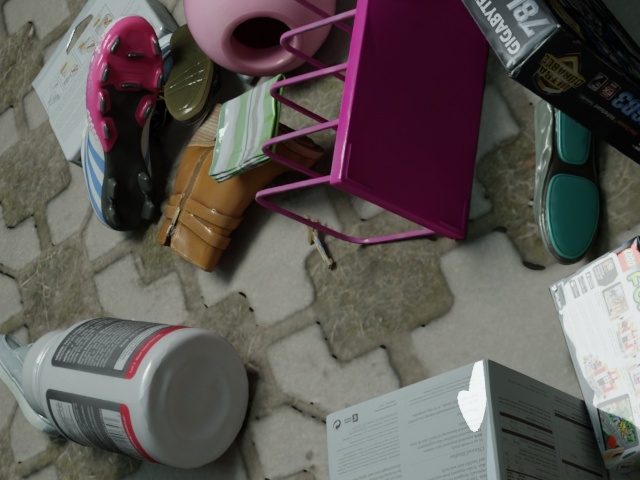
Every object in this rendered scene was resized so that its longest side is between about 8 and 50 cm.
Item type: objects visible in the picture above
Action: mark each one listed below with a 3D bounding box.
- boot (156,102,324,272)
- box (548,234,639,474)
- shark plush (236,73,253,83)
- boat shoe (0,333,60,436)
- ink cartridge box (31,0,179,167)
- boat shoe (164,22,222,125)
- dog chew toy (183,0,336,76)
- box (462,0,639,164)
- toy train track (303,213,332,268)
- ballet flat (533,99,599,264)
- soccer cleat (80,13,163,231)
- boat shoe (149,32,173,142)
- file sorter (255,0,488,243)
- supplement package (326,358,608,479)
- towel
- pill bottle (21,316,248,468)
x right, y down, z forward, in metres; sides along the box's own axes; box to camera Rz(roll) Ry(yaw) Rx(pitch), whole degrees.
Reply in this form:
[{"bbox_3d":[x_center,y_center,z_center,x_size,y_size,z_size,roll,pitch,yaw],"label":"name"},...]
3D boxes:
[{"bbox_3d":[-0.119,-0.063,1.695,0.283,0.109,0.220,21,86,51],"label":"boot"},{"bbox_3d":[0.303,0.110,1.239,0.114,0.036,0.207,-33,51,31],"label":"box"},{"bbox_3d":[-0.140,-0.285,1.866,0.161,0.073,0.067,30,125,44],"label":"shark plush"},{"bbox_3d":[-0.432,0.202,1.930,0.081,0.079,0.227,-51,49,6],"label":"boat shoe"},{"bbox_3d":[-0.353,-0.288,2.079,0.275,0.060,0.239,-51,43,17],"label":"ink cartridge box"},{"bbox_3d":[-0.176,-0.236,1.841,0.080,0.073,0.224,-25,40,15],"label":"boat shoe"},{"bbox_3d":[-0.087,-0.385,1.756,0.206,0.206,0.332,-34,43,31],"label":"dog chew toy"},{"bbox_3d":[0.235,-0.216,1.266,0.073,0.293,0.296,-45,46,22],"label":"box"},{"bbox_3d":[0.000,0.000,1.614,0.048,0.014,0.083,101,149,-53],"label":"toy train track"},{"bbox_3d":[0.259,-0.067,1.357,0.068,0.072,0.213,139,140,-64],"label":"ballet flat"},{"bbox_3d":[-0.308,-0.176,1.863,0.143,0.116,0.331,34,125,50],"label":"soccer cleat"},{"bbox_3d":[-0.249,-0.226,1.946,0.183,0.065,0.083,-51,46,25],"label":"boat shoe"},{"bbox_3d":[0.055,-0.159,1.499,0.182,0.202,0.291,-9,66,47],"label":"file sorter"},{"bbox_3d":[0.147,0.283,1.198,0.199,0.198,0.263,-25,55,35],"label":"supplement package"},{"bbox_3d":[-0.094,-0.140,1.586,0.152,0.023,0.113,-18,62,58],"label":"towel"},{"bbox_3d":[-0.258,0.192,1.673,0.318,0.176,0.176,2,74,46],"label":"pill bottle"}]
